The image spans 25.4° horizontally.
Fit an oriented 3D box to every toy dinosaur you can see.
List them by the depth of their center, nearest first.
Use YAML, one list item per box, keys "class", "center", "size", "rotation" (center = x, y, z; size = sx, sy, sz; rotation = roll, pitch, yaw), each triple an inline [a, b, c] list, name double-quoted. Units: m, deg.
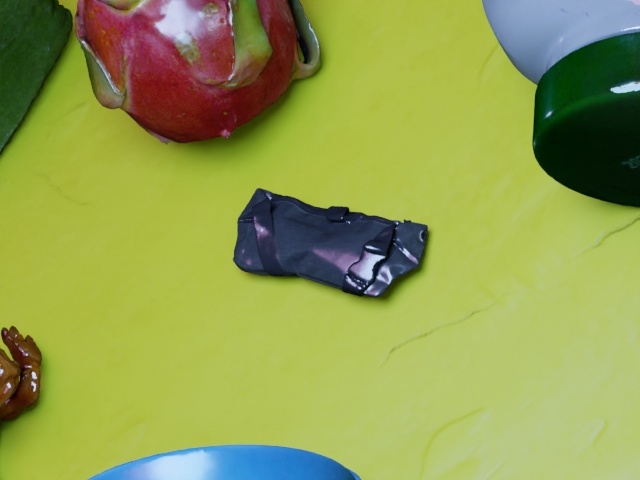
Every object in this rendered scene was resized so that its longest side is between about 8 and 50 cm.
- class: "toy dinosaur"
  center: [-0.329, 0.185, 1.313]
  size: [0.208, 0.097, 0.432]
  rotation: [-47, 49, 14]

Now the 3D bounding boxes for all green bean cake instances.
- class: "green bean cake"
  center: [-0.379, -0.191, 1.464]
  size: [0.125, 0.222, 0.248]
  rotation: [31, 74, 28]

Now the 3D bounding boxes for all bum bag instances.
- class: "bum bag"
  center: [0.000, 0.000, 1.278]
  size: [0.198, 0.049, 0.087]
  rotation: [12, 65, 31]

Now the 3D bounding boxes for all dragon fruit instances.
- class: "dragon fruit"
  center: [-0.126, -0.208, 1.344]
  size: [0.224, 0.227, 0.224]
  rotation: [-15, 21, 6]

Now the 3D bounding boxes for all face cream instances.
- class: "face cream"
  center: [0.285, -0.225, 1.153]
  size: [0.312, 0.219, 0.357]
  rotation: [-4, 66, 23]

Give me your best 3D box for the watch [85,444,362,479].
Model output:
- class: "watch"
  center: [-0.104, 0.265, 1.049]
  size: [0.305, 0.274, 0.241]
  rotation: [-19, 58, 10]
